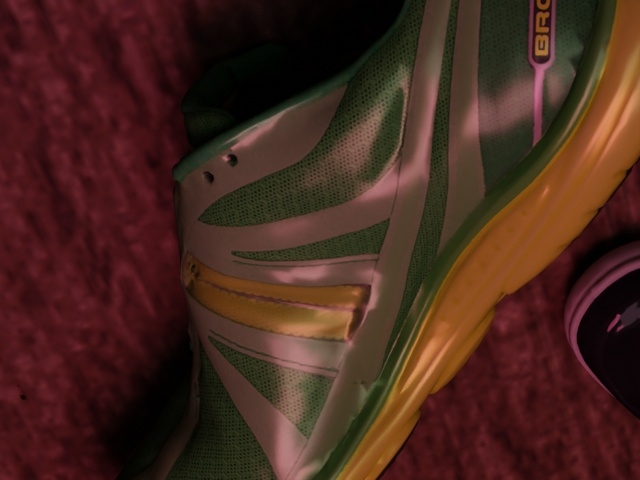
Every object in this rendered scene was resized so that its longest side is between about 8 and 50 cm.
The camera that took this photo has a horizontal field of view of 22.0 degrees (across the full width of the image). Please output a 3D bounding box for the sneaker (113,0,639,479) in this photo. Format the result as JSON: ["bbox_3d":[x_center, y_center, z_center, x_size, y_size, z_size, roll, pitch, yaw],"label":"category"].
[{"bbox_3d":[0.000,0.000,0.539,0.123,0.109,0.295,35,114,-1],"label":"sneaker"}]

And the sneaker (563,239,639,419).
[{"bbox_3d":[0.194,0.080,0.604,0.217,0.121,0.079,27,111,-26],"label":"sneaker"}]
